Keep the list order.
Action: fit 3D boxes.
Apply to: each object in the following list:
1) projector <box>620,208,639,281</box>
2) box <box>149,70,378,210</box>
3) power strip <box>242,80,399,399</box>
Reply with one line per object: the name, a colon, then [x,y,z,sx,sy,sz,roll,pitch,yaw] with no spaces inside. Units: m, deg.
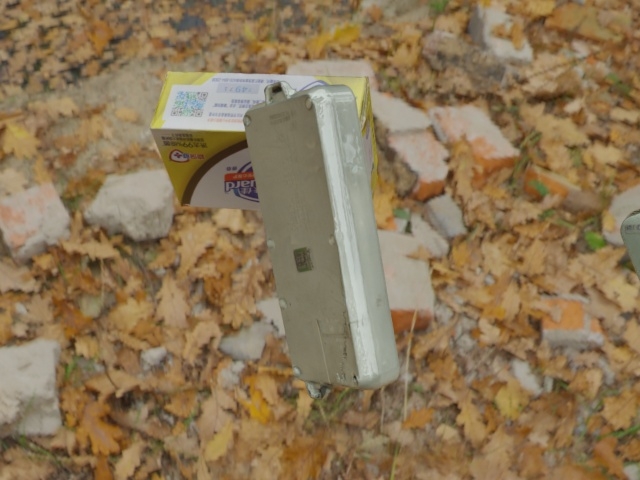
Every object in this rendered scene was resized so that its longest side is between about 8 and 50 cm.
projector: [0.524,0.050,1.153,0.079,0.257,0.259,-27,94,-62]
box: [-0.064,-0.121,1.229,0.265,0.168,0.097,5,55,10]
power strip: [0.000,0.000,0.577,0.035,0.081,0.192,-14,95,-36]
